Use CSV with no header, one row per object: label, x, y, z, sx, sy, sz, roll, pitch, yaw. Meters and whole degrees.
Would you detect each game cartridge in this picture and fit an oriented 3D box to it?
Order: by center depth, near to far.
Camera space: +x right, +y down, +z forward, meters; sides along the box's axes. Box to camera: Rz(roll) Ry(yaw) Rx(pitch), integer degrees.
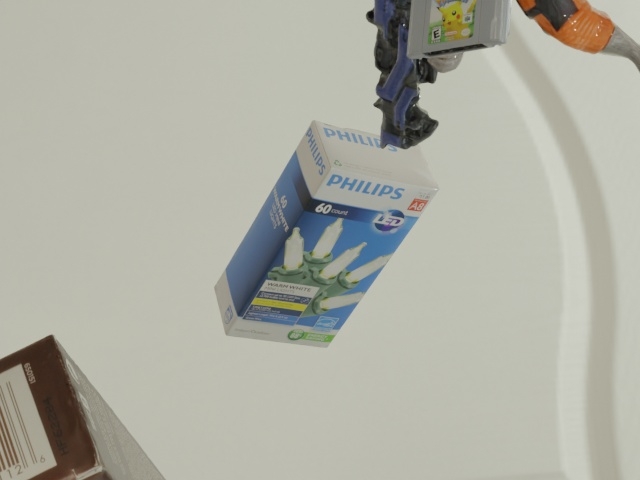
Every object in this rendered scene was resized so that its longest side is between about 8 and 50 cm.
game cartridge,0.098,-0.162,0.815,0.083,0.017,0.056,-3,-106,41

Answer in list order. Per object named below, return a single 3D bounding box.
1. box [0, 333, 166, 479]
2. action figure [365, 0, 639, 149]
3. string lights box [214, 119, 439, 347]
box,-0.235,0.259,1.003,0.143,0.191,0.381,60,-6,32
action figure,0.140,-0.224,0.940,0.341,0.330,0.178,100,13,-52
string lights box,0.000,0.000,1.218,0.260,0.133,0.077,-57,-144,37
